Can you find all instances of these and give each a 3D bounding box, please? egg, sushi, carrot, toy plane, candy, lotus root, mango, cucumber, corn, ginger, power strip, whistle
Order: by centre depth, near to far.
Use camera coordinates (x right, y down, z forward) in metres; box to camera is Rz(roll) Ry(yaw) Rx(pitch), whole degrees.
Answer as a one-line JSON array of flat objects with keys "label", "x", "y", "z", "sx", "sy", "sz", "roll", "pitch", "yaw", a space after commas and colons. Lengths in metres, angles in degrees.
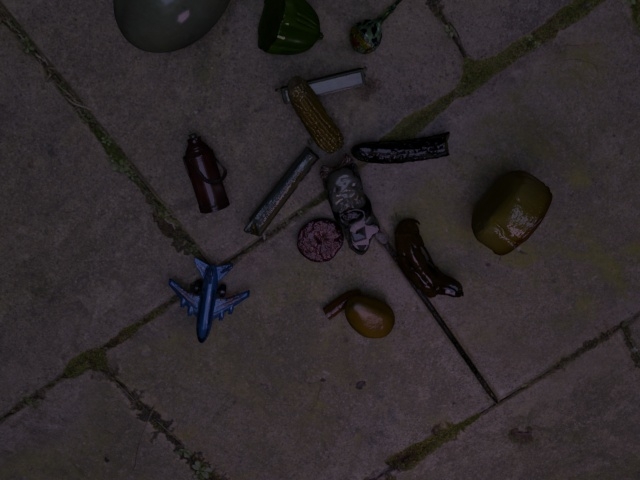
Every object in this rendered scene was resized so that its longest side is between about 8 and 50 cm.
[{"label": "egg", "x": -0.375, "y": -0.641, "z": 1.606, "sx": 0.352, "sy": 0.258, "sz": 0.258, "roll": -38, "pitch": 108, "yaw": 3}, {"label": "lotus root", "x": -0.065, "y": -0.586, "z": 1.716, "sx": 0.186, "sy": 0.186, "sz": 0.186, "roll": -1, "pitch": 109, "yaw": -4}, {"label": "candy", "x": 0.204, "y": -0.648, "z": 1.759, "sx": 0.305, "sy": 0.083, "sz": 0.091, "roll": -43, "pitch": 105, "yaw": 2}, {"label": "corn", "x": -0.015, "y": -0.352, "z": 1.778, "sx": 0.086, "sy": 0.087, "sz": 0.288, "roll": -32, "pitch": 139, "yaw": 6}, {"label": "power strip", "x": 0.005, "y": -0.445, "z": 1.799, "sx": 0.271, "sy": 0.078, "sz": 0.052, "roll": -15, "pitch": 108, "yaw": 0}, {"label": "cucumber", "x": 0.243, "y": -0.272, "z": 1.881, "sx": 0.303, "sy": 0.072, "sz": 0.081, "roll": -8, "pitch": 111, "yaw": -1}, {"label": "sushi", "x": 0.095, "y": -0.102, "z": 1.895, "sx": 0.124, "sy": 0.130, "sz": 0.332, "roll": -24, "pitch": 107, "yaw": 0}, {"label": "whistle", "x": -0.122, "y": -0.144, "z": 1.900, "sx": 0.326, "sy": 0.057, "sz": 0.068, "roll": -50, "pitch": 148, "yaw": 13}, {"label": "toy plane", "x": -0.357, "y": 0.192, "z": 1.972, "sx": 0.253, "sy": 0.105, "sz": 0.272, "roll": 10, "pitch": 109, "yaw": -7}, {"label": "ginger", "x": 0.325, "y": 0.078, "z": 1.992, "sx": 0.133, "sy": 0.107, "sz": 0.309, "roll": -37, "pitch": 107, "yaw": -9}, {"label": "mango", "x": 0.157, "y": 0.242, "z": 2.025, "sx": 0.137, "sy": 0.098, "sz": 0.195, "roll": -38, "pitch": 119, "yaw": 13}, {"label": "carrot", "x": 0.072, "y": 0.202, "z": 2.044, "sx": 0.139, "sy": 0.048, "sz": 0.048, "roll": -37, "pitch": 108, "yaw": 5}]

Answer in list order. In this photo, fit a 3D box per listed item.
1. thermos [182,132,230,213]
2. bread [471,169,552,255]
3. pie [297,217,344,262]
[{"label": "thermos", "x": -0.349, "y": -0.203, "z": 1.848, "sx": 0.124, "sy": 0.099, "sz": 0.232, "roll": -2, "pitch": 113, "yaw": 37}, {"label": "bread", "x": 0.573, "y": -0.087, "z": 1.873, "sx": 0.148, "sy": 0.270, "sz": 0.270, "roll": 33, "pitch": 103, "yaw": -8}, {"label": "pie", "x": 0.000, "y": 0.000, "z": 1.972, "sx": 0.154, "sy": 0.036, "sz": 0.155, "roll": -1, "pitch": 109, "yaw": -4}]
